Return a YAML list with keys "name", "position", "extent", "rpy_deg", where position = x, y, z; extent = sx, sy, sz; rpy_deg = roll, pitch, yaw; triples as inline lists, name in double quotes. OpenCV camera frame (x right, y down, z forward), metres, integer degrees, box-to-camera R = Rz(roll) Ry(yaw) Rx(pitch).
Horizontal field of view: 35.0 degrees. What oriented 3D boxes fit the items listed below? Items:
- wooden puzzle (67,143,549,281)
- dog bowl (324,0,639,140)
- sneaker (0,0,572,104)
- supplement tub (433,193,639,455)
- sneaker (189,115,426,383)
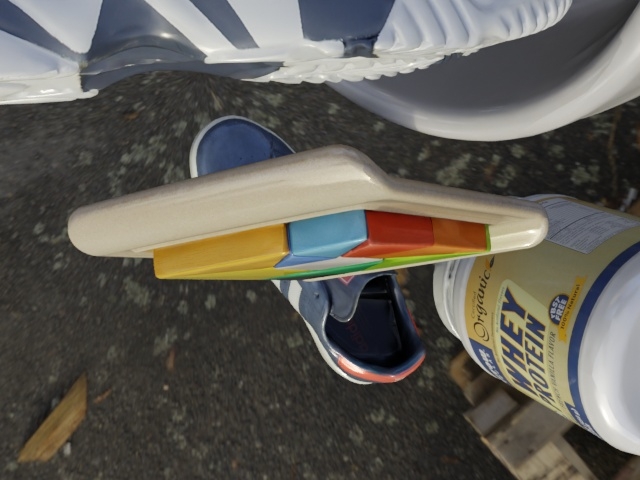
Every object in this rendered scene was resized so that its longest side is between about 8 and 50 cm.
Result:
- name: "wooden puzzle"
  position: [0.000, 0.000, 0.641]
  extent: [0.220, 0.238, 0.044]
  rpy_deg: [-10, 77, 34]
- name: "dog bowl"
  position: [0.056, -0.201, 0.455]
  extent: [0.102, 0.348, 0.349]
  rpy_deg: [-38, 104, -32]
- name: "sneaker"
  position: [-0.030, -0.130, 0.336]
  extent: [0.234, 0.094, 0.153]
  rpy_deg: [-6, 94, -8]
- name: "supplement tub"
  position: [0.288, 0.075, 1.113]
  extent: [0.228, 0.316, 0.228]
  rpy_deg: [-7, 106, -26]
- name: "sneaker"
  position: [-0.001, 0.009, 1.088]
  extent: [0.131, 0.148, 0.350]
  rpy_deg: [-42, 103, -15]
